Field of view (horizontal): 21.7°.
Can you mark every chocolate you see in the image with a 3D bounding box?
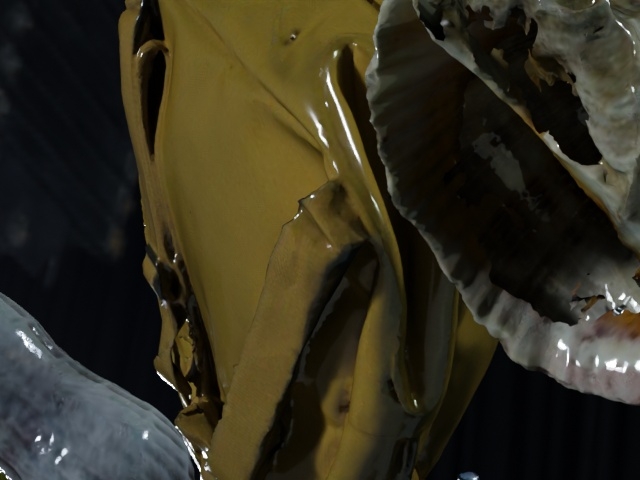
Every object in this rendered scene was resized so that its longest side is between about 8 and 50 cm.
[{"bbox_3d":[-0.126,0.082,0.764,0.167,0.072,0.072,39,-19,7],"label":"chocolate"}]

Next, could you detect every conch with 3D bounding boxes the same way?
[{"bbox_3d":[0.154,-0.027,0.666,0.291,0.159,0.210,53,-19,-15],"label":"conch"}]

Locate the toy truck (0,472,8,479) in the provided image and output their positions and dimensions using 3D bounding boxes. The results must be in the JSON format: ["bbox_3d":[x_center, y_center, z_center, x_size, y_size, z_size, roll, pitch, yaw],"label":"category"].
[{"bbox_3d":[-0.319,0.174,1.430,0.157,0.124,0.272,-30,-27,13],"label":"toy truck"}]

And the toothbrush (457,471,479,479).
[{"bbox_3d":[0.121,0.280,1.265,0.016,0.219,0.019,6,17,43],"label":"toothbrush"}]

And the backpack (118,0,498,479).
[{"bbox_3d":[-0.006,0.000,1.069,0.201,0.353,0.378,-8,-48,-23],"label":"backpack"}]
